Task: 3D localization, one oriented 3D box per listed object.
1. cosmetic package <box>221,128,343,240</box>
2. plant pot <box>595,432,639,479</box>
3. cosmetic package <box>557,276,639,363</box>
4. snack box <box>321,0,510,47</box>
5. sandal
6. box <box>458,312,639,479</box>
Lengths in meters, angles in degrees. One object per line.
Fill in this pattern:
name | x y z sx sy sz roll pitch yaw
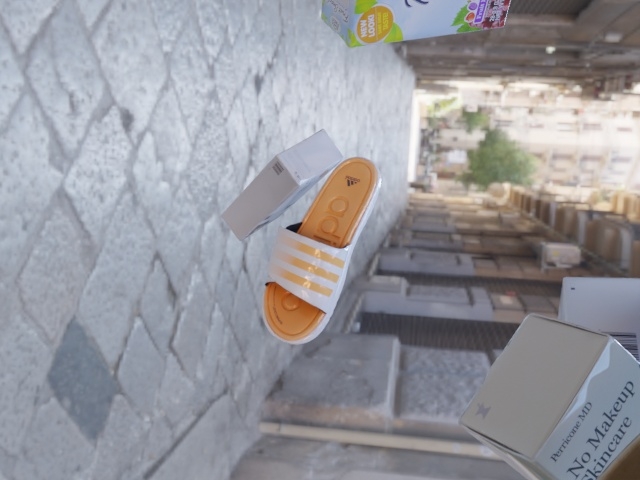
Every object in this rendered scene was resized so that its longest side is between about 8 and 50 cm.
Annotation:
cosmetic package | -0.064 -0.081 1.161 0.099 0.060 0.239 -37 180 -33
plant pot | 0.243 0.168 0.268 0.191 0.284 0.284 49 0 0
cosmetic package | 0.403 0.204 1.037 0.224 0.138 0.224 76 19 -54
snack box | 0.098 -0.284 0.647 0.070 0.175 0.207 -123 -151 -41
sandal | -0.009 -0.003 0.933 0.265 0.102 0.076 -67 153 -15
box | 0.248 0.183 0.590 0.113 0.275 0.094 -55 -158 -9
